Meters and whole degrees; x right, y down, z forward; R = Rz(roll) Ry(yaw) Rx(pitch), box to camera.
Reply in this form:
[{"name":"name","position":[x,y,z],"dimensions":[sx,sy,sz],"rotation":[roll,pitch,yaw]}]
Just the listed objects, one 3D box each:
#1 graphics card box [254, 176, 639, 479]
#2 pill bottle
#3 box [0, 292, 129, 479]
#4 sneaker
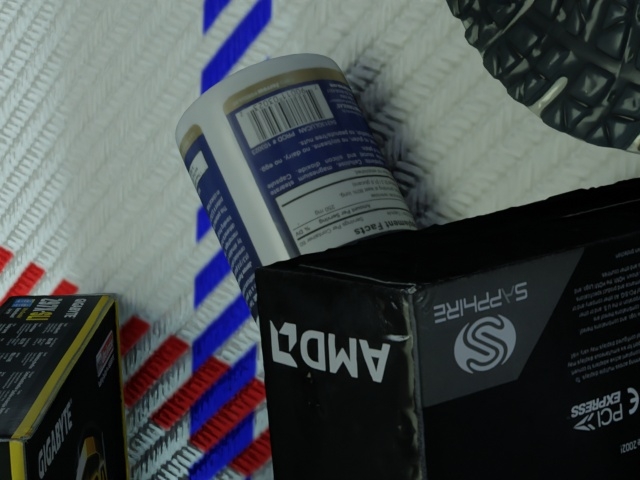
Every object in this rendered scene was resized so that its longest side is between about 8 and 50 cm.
[{"name":"graphics card box","position":[0.103,0.170,0.705],"dimensions":[0.094,0.232,0.371],"rotation":[9,108,51]},{"name":"pill bottle","position":[0.000,0.000,0.908],"dimensions":[0.094,0.094,0.169],"rotation":[-43,65,47]},{"name":"box","position":[-0.163,0.188,1.021],"dimensions":[0.322,0.079,0.257],"rotation":[-81,-10,-80]},{"name":"sneaker","position":[0.103,-0.128,0.728],"dimensions":[0.283,0.122,0.110],"rotation":[46,123,40]}]
